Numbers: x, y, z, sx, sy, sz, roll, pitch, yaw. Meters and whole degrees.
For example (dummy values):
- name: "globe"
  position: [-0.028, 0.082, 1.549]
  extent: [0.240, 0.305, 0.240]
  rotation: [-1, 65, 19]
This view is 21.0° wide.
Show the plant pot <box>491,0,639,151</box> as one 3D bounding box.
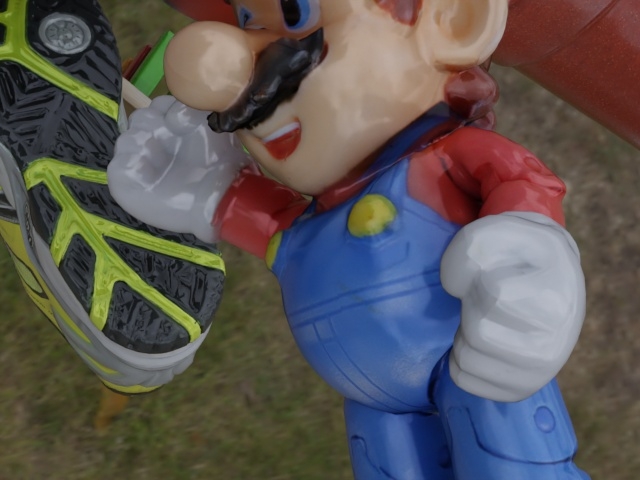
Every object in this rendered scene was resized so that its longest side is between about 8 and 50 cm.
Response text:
- name: "plant pot"
  position: [0.269, -0.202, 1.416]
  extent: [0.265, 0.272, 0.272]
  rotation: [35, 59, -19]

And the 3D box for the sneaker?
- name: "sneaker"
  position: [-0.200, -0.054, 1.248]
  extent: [0.145, 0.147, 0.384]
  rotation: [-13, 62, -24]

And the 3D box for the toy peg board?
- name: "toy peg board"
  position: [-0.125, -0.105, 1.495]
  extent: [0.161, 0.161, 0.079]
  rotation: [40, 73, -20]

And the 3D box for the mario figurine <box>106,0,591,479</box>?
- name: "mario figurine"
  position: [0.000, 0.000, 0.633]
  extent: [0.170, 0.198, 0.320]
  rotation: [15, 60, -70]
